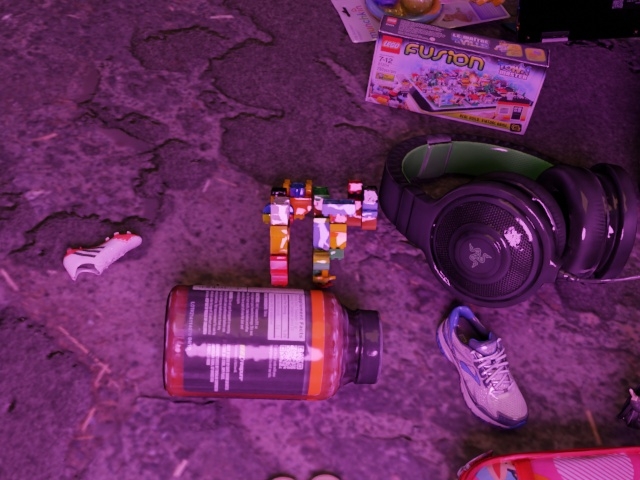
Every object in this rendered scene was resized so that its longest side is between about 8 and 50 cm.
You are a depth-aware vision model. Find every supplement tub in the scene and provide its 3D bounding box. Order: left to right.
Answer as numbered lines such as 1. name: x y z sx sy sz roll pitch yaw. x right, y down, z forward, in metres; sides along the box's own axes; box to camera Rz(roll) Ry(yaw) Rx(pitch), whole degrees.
1. supplement tub: -0.044 0.096 0.842 0.198 0.106 0.106 3 49 -6

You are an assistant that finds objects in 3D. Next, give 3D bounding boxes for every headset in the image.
1. headset: 0.222 0.015 0.939 0.243 0.185 0.394 -10 34 -32

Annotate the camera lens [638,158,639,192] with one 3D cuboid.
1. camera lens: 0.512 -0.086 0.994 0.274 0.219 0.219 29 52 17

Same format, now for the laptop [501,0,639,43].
1. laptop: 0.414 -0.353 1.043 0.382 0.408 0.236 -2 50 7

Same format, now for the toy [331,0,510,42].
1. toy: 0.139 -0.355 1.283 0.237 0.056 0.137 -10 50 -15

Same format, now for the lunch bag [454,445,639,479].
1. lunch bag: 0.202 0.307 0.694 0.258 0.120 0.293 -1 48 -3

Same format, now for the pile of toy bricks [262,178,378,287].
1. pile of toy bricks: 0.000 0.000 0.930 0.118 0.105 0.212 1 12 1

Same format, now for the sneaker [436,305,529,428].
1. sneaker: 0.157 0.120 0.878 0.052 0.058 0.135 -19 55 -22

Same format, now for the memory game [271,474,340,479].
1. memory game: -0.002 0.281 0.751 0.186 0.012 0.186 4 50 -5

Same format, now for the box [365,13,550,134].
1. box: 0.166 -0.203 1.119 0.207 0.114 0.036 12 50 4

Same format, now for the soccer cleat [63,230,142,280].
1. soccer cleat: -0.224 0.017 0.938 0.083 0.029 0.035 -16 62 -16

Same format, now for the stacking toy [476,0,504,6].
1. stacking toy: 0.334 -0.367 1.222 0.221 0.167 0.052 -4 83 -29
